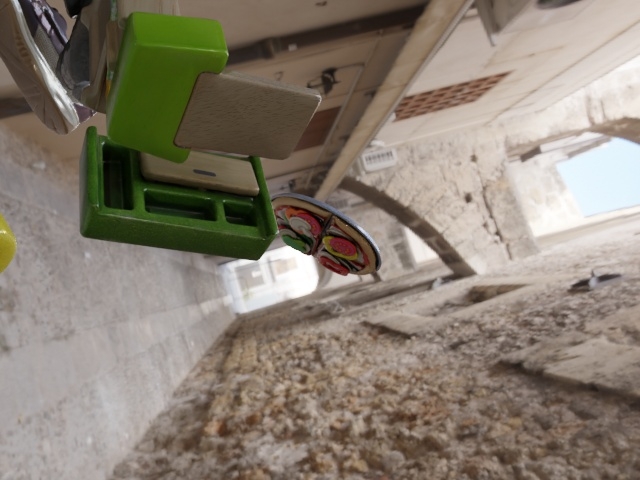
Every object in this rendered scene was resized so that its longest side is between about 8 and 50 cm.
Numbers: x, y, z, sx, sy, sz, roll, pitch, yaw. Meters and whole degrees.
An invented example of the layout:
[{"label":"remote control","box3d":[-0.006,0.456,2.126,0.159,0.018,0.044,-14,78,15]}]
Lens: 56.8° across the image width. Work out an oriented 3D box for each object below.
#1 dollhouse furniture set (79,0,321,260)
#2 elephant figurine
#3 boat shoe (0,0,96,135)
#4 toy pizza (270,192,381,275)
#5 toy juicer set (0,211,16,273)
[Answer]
[{"label":"dollhouse furniture set","box3d":[-0.110,-0.165,0.502,0.198,0.151,0.302,-55,-140,41]},{"label":"elephant figurine","box3d":[-0.251,-0.300,0.737,0.186,0.169,0.240,26,-68,40]},{"label":"boat shoe","box3d":[-0.408,-0.295,0.845,0.102,0.092,0.285,4,-54,37]},{"label":"toy pizza","box3d":[0.000,0.000,0.910,0.201,0.032,0.201,27,-22,11]},{"label":"toy juicer set","box3d":[-0.278,-0.016,0.216,0.089,0.209,0.329,44,-16,14]}]
